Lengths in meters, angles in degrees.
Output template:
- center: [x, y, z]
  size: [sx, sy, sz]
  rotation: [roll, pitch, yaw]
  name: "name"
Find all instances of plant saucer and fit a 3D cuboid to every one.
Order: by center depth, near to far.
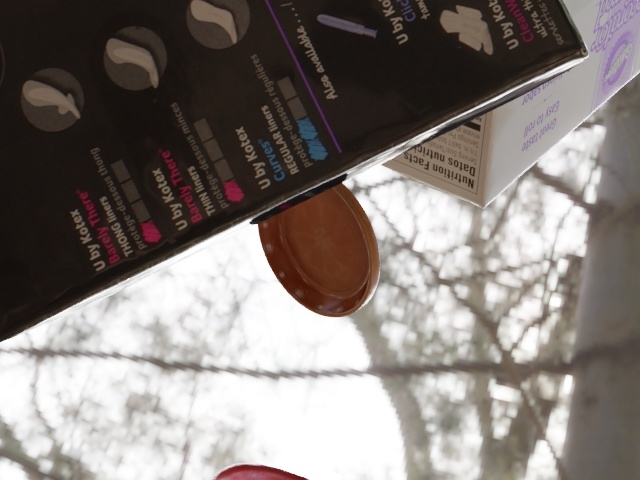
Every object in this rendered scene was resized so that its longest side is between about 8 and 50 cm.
- center: [0.000, 0.000, 0.829]
  size: [0.083, 0.013, 0.083]
  rotation: [24, -54, 38]
  name: "plant saucer"

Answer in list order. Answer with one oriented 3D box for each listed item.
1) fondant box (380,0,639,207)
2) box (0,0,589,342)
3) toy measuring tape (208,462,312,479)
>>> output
- center: [0.142, -0.220, 1.005]
  size: [0.096, 0.238, 0.330]
  rotation: [25, -50, 26]
  name: "fondant box"
- center: [-0.040, -0.080, 0.707]
  size: [0.270, 0.165, 0.143]
  rotation: [-26, -89, 2]
  name: "box"
- center: [0.030, 0.134, 0.392]
  size: [0.330, 0.121, 0.121]
  rotation: [16, -38, 30]
  name: "toy measuring tape"
